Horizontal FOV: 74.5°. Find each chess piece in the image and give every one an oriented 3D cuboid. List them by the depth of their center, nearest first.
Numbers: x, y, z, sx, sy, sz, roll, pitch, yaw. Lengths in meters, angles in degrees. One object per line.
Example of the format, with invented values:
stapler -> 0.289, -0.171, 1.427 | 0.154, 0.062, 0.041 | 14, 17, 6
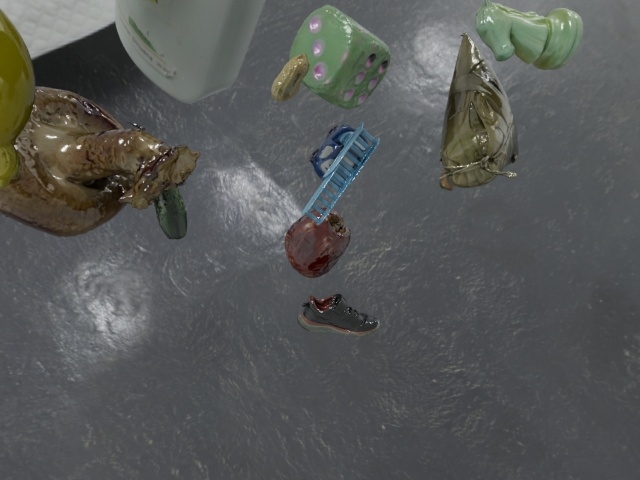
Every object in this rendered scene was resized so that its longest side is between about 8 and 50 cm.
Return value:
chess piece -> 0.599, -0.610, 1.252 | 0.298, 0.176, 0.175 | 1, 70, -14

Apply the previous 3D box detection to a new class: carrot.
carrot -> 0.596, -0.317, 1.878 | 0.087, 0.087, 0.193 | 26, 87, -1

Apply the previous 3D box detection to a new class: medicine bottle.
medicine bottle -> -0.122, -0.283, 0.405 | 0.161, 0.296, 0.111 | 50, 54, 0

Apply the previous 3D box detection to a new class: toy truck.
toy truck -> 0.016, -0.087, 0.544 | 0.063, 0.074, 0.136 | 34, 89, -23

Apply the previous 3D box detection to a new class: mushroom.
mushroom -> -0.502, -0.165, 0.851 | 0.334, 0.356, 0.331 | 53, 53, -21

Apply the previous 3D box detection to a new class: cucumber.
cucumber -> -0.343, -0.111, 0.933 | 0.069, 0.069, 0.227 | -13, 102, -15

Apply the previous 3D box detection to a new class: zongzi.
zongzi -> 0.421, -0.396, 1.247 | 0.500, 0.218, 0.467 | -32, 103, -56

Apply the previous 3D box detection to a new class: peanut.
peanut -> -0.106, -0.593, 1.544 | 0.093, 0.083, 0.194 | 33, 101, -37

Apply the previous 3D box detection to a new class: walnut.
walnut -> 0.000, 0.000, 1.564 | 0.221, 0.269, 0.244 | 52, 32, 1

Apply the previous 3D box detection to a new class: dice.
dice -> 0.087, -0.789, 1.840 | 0.330, 0.322, 0.318 | 49, 29, 21

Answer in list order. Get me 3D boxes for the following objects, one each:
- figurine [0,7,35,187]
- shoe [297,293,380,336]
figurine -> -0.386, -0.173, 0.300 | 0.231, 0.340, 0.323 | -26, 65, 18
shoe -> 0.068, 0.253, 1.485 | 0.291, 0.114, 0.137 | 7, 110, -1
